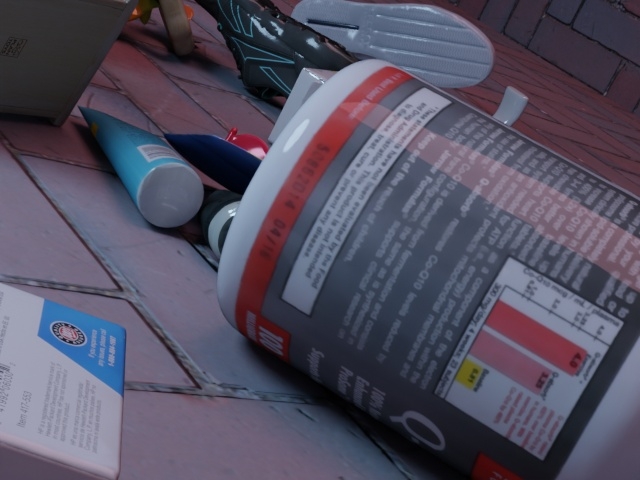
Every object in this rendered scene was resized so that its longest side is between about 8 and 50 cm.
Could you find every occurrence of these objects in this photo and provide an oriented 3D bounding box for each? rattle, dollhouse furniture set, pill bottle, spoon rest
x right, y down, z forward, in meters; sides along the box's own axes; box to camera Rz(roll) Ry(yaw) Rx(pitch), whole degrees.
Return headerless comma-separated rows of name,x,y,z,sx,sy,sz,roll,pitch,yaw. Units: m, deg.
rattle,-0.221,-0.269,1.581,0.130,0.142,0.199,56,-4,-11
dollhouse furniture set,-0.307,-0.285,1.048,0.303,0.286,0.198,47,24,24
pill bottle,0.133,0.053,0.818,0.363,0.210,0.210,31,17,16
spoon rest,0.171,-0.194,1.889,0.276,0.084,0.137,3,24,-25

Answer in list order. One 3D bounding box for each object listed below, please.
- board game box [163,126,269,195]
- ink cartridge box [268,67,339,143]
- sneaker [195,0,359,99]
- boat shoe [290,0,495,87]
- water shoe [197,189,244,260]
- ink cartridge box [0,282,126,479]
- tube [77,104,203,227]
board game box,-0.053,-0.065,1.073,0.133,0.033,0.168,35,-13,-27
ink cartridge box,0.020,-0.125,1.395,0.090,0.092,0.143,34,19,22
sneaker,-0.078,-0.240,1.556,0.267,0.106,0.101,38,16,29
boat shoe,0.121,-0.321,2.020,0.335,0.121,0.119,18,12,16
water shoe,0.000,0.000,1.022,0.203,0.073,0.080,18,14,-30
ink cartridge box,-0.184,0.064,0.537,0.190,0.082,0.140,21,17,-14
tube,-0.148,-0.070,1.062,0.080,0.052,0.207,31,8,-28
